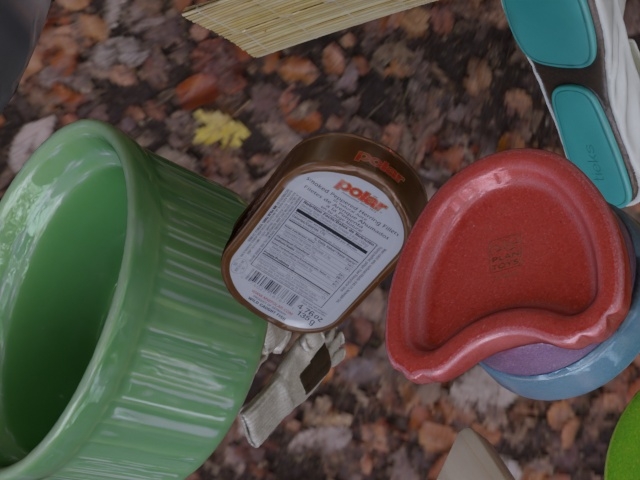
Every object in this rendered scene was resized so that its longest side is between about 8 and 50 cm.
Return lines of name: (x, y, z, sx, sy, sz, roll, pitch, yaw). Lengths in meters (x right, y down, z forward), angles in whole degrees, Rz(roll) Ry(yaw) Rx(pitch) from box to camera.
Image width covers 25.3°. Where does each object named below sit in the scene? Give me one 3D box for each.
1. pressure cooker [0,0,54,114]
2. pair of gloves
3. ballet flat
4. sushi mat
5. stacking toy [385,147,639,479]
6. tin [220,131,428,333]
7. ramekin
pressure cooker: (-0.285, -0.159, 0.458, 0.370, 0.420, 0.375, 7, 83, 1)
pair of gloves: (-0.038, 0.127, 1.806, 0.042, 0.204, 0.240, 20, 137, 28)
ballet flat: (0.309, -0.220, 1.638, 0.139, 0.139, 0.400, -17, 124, 15)
sushi mat: (0.009, -0.281, 1.653, 0.317, 0.151, 0.019, -13, 67, 31)
stacking toy: (0.194, 0.075, 0.787, 0.309, 0.279, 0.130, -8, 149, 35)
tin: (0.000, 0.000, 0.999, 0.106, 0.040, 0.189, 29, 137, -10)
ramekin: (-0.173, 0.065, 1.178, 0.148, 0.303, 0.303, 21, 113, -33)
